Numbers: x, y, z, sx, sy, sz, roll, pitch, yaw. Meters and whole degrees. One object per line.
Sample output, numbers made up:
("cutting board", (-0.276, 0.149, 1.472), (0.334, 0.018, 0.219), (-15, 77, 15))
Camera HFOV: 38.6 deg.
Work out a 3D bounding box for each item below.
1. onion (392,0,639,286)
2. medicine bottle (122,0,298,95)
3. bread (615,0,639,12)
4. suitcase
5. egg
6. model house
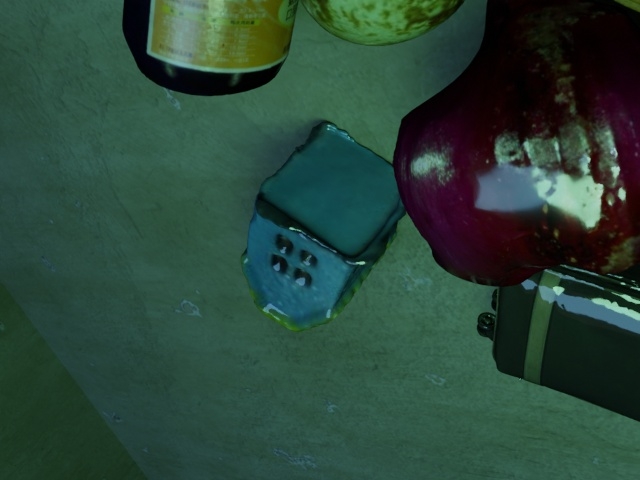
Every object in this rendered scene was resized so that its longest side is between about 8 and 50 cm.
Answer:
("onion", (0.260, -0.171, 1.045), (0.398, 0.398, 0.420), (-3, 110, 42))
("medicine bottle", (-0.131, -0.404, 1.178), (0.242, 0.242, 0.395), (26, 131, 17))
("bread", (0.362, -0.389, 0.867), (0.277, 0.167, 0.324), (32, 133, 11))
("suitcase", (0.435, 0.114, 1.306), (0.434, 0.194, 0.283), (19, 139, 23))
("egg", (0.074, -0.352, 1.095), (0.238, 0.238, 0.289), (40, 165, -1))
("model house", (0.000, 0.000, 1.513), (0.215, 0.237, 0.303), (33, 143, 7))
